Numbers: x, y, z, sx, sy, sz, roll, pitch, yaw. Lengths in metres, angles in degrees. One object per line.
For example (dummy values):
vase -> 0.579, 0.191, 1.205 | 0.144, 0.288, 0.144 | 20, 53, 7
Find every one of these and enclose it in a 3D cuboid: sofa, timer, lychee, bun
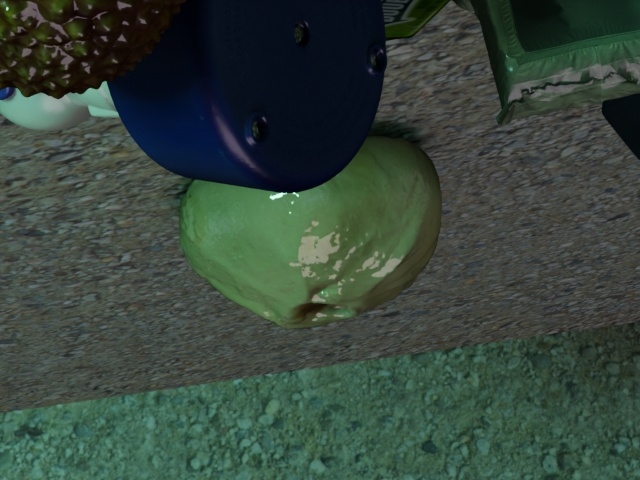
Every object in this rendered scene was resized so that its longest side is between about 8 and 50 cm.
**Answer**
sofa -> 0.244, -0.220, 1.730 | 0.210, 0.225, 0.176 | -14, 160, -3
timer -> -0.164, -0.174, 1.588 | 0.384, 0.270, 0.270 | 0, 173, 36
lychee -> -0.216, -0.245, 1.313 | 0.271, 0.271, 0.271 | -11, 163, -4
bun -> -0.002, 0.004, 2.307 | 0.364, 0.202, 0.364 | -10, 161, -3

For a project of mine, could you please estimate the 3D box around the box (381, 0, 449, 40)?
box -> 0.097, -0.278, 1.596 | 0.134, 0.097, 0.345 | -2, 167, -20

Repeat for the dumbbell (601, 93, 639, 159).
dumbbell -> 0.461, -0.212, 2.043 | 0.144, 0.156, 0.316 | -37, 176, -28
